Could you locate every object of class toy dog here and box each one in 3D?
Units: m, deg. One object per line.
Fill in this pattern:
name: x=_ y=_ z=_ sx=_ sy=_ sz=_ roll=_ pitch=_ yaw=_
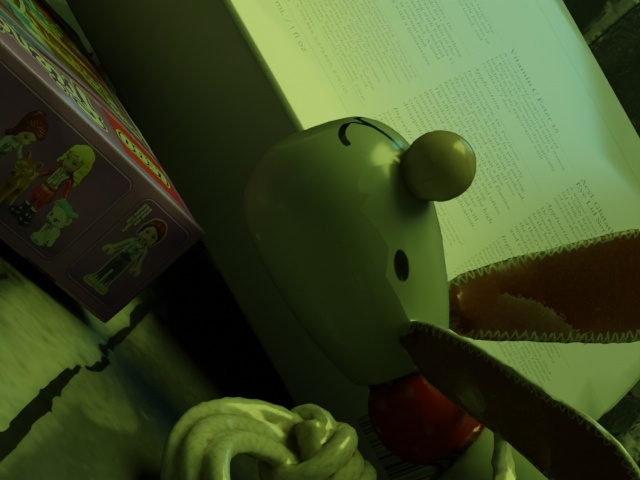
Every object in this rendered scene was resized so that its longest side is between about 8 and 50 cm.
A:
toy dog: x=0.114 y=0.093 z=0.541 sx=0.333 sy=0.161 sz=0.220 roll=47 pitch=31 yaw=-24

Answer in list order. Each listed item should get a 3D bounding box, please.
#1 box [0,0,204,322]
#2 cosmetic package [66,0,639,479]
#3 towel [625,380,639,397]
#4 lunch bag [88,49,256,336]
box: x=-0.179 y=-0.114 z=0.540 sx=0.293 sy=0.057 sz=0.201 roll=46 pitch=4 yaw=-38
cosmetic package: x=0.042 y=-0.072 z=0.767 sx=0.284 sy=0.097 sz=0.377 roll=-30 pitch=91 yaw=-49
towel: x=0.121 y=0.051 z=1.104 sx=0.237 sy=0.037 sz=0.329 roll=42 pitch=-27 yaw=-30
lunch bag: x=-0.026 y=-0.022 z=0.913 sx=0.293 sy=0.120 sz=0.258 roll=52 pitch=10 yaw=13
